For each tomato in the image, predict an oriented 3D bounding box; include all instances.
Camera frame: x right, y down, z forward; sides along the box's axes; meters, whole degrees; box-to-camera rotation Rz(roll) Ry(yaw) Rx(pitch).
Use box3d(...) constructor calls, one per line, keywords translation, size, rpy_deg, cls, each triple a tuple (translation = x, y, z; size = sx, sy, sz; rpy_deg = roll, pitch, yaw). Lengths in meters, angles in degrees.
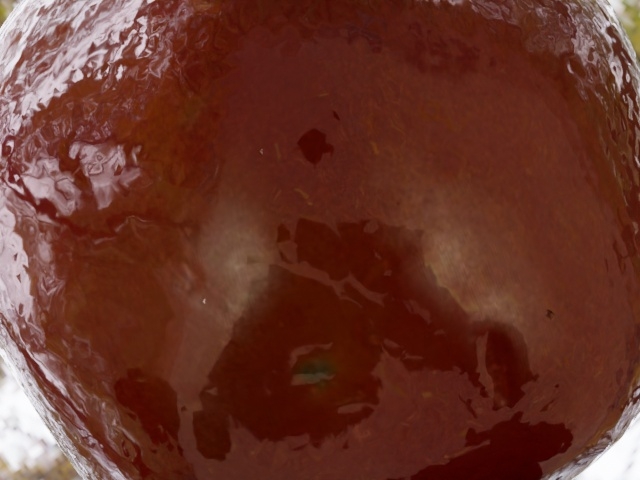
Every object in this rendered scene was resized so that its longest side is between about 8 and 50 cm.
box3d(translation=(0.000, 0.000, 0.779), size=(0.298, 0.226, 0.298), rpy_deg=(-2, -62, -4), cls="tomato")
